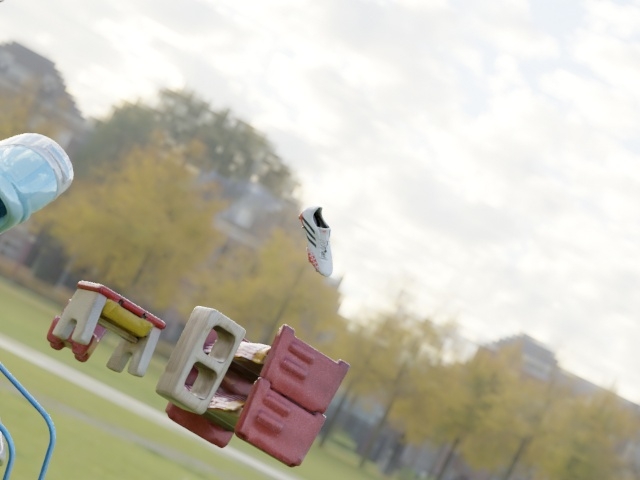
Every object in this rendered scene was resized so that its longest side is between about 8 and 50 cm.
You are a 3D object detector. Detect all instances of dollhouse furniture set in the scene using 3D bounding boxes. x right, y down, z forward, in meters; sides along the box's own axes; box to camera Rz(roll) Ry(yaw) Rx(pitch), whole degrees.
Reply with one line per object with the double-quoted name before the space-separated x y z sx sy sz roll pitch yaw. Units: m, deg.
"dollhouse furniture set" -0.172 0.133 2.027 0.374 0.152 0.201 35 -17 -32

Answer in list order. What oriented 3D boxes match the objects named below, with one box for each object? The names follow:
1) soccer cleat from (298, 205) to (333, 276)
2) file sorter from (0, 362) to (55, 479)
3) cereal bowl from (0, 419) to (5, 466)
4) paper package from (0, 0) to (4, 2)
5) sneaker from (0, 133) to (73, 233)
"soccer cleat" 0.000 0.000 1.846 0.029 0.083 0.035 -11 -7 -39
"file sorter" -0.300 0.170 1.210 0.104 0.118 0.170 41 37 26
"cereal bowl" -0.483 0.174 1.591 0.339 0.141 0.339 -8 -13 -2
"paper package" -0.321 -0.296 0.922 0.309 0.325 0.168 -13 -7 -37
"sneaker" -0.519 -0.054 2.277 0.366 0.150 0.135 -20 -76 40
